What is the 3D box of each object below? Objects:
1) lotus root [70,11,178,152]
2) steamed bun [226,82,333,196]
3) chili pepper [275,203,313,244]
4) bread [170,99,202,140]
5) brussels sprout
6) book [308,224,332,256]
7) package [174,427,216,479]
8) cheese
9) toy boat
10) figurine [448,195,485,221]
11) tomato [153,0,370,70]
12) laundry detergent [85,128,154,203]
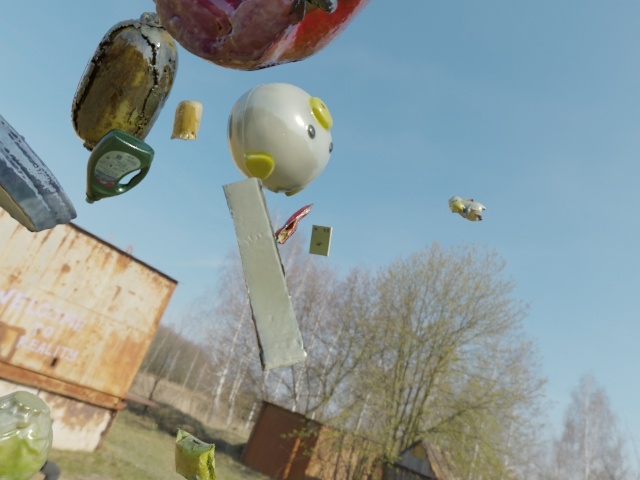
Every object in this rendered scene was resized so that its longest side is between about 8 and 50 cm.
[{"bbox_3d":[-0.494,-0.401,1.156,0.195,0.398,0.179,26,8,-14],"label":"lotus root"},{"bbox_3d":[-0.123,-0.315,1.402,0.333,0.335,0.373,8,-3,27],"label":"steamed bun"},{"bbox_3d":[-0.110,-0.052,1.603,0.050,0.268,0.059,8,-44,37],"label":"chili pepper"},{"bbox_3d":[-0.548,-0.486,1.823,0.085,0.174,0.134,9,2,-42],"label":"bread"},{"bbox_3d":[-0.915,0.576,1.281,0.242,0.316,0.274,39,-26,49],"label":"brussels sprout"},{"bbox_3d":[0.000,0.000,1.674,0.077,0.111,0.014,9,3,19],"label":"book"},{"bbox_3d":[-0.433,0.752,1.539,0.226,0.169,0.090,0,1,41],"label":"package"},{"bbox_3d":[-0.111,0.044,0.846,0.085,0.401,0.034,-12,-28,-12],"label":"cheese"},{"bbox_3d":[-0.493,-0.130,0.677,0.127,0.078,0.283,-21,-67,46],"label":"toy boat"},{"bbox_3d":[0.316,-0.068,0.978,0.083,0.047,0.050,22,18,17],"label":"figurine"},{"bbox_3d":[-0.045,-0.371,0.543,0.334,0.176,0.290,-36,-96,25],"label":"tomato"},{"bbox_3d":[-0.517,-0.169,1.125,0.137,0.063,0.211,21,-62,-46],"label":"laundry detergent"}]
